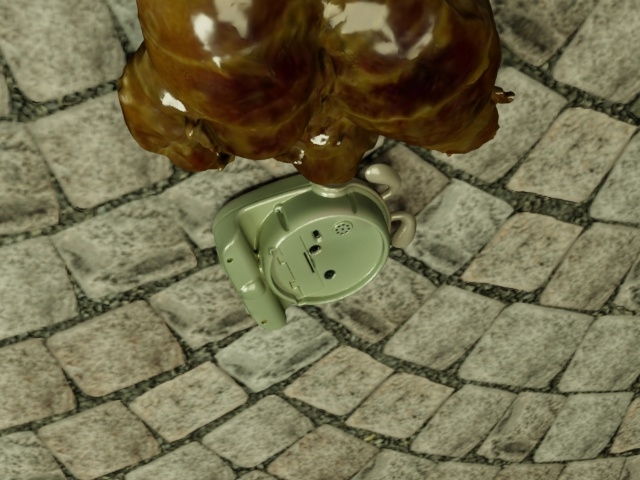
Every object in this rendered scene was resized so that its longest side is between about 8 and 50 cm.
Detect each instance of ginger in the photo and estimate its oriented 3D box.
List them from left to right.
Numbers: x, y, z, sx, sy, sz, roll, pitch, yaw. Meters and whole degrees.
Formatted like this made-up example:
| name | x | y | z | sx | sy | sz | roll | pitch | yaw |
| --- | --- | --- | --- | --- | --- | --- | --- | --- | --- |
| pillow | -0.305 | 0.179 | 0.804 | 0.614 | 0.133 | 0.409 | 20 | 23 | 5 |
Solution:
| name | x | y | z | sx | sy | sz | roll | pitch | yaw |
| --- | --- | --- | --- | --- | --- | --- | --- | --- | --- |
| ginger | 0.002 | -0.142 | 0.958 | 0.357 | 0.152 | 0.274 | 1 | 134 | -27 |

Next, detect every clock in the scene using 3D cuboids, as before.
| name | x | y | z | sx | sy | sz | roll | pitch | yaw |
| --- | --- | --- | --- | --- | --- | --- | --- | --- | --- |
| clock | 0.000 | 0.000 | 1.170 | 0.191 | 0.062 | 0.151 | -23 | 136 | 2 |
